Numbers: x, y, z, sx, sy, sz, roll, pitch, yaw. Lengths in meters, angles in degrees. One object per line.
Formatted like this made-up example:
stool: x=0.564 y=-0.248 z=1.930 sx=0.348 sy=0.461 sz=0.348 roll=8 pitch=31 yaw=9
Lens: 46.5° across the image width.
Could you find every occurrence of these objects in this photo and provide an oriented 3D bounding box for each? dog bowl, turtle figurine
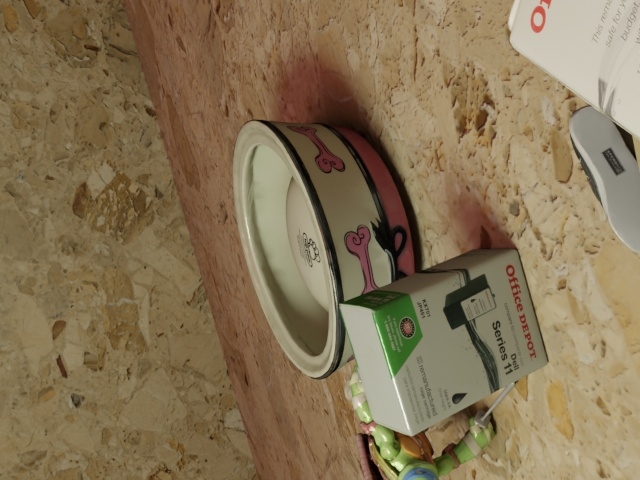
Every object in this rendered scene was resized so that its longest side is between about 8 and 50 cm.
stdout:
dog bowl: x=0.000 y=0.000 z=1.165 sx=0.408 sy=0.150 sz=0.408 roll=165 pitch=90 yaw=-69
turtle figurine: x=0.139 y=0.229 z=1.060 sx=0.266 sy=0.198 sz=0.274 roll=-139 pitch=43 yaw=-78

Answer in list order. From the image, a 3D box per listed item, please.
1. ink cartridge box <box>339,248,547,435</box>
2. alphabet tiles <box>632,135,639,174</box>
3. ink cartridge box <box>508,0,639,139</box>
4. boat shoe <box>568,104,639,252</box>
ink cartridge box: x=0.146 y=0.110 z=0.867 sx=0.087 sy=0.208 sz=0.153 roll=-3 pitch=106 yaw=64
alphabet tiles: x=0.319 y=-0.063 z=0.487 sx=0.285 sy=0.011 sz=0.342 roll=162 pitch=99 yaw=-68
ink cartridge box: x=0.257 y=-0.156 z=0.434 sx=0.283 sy=0.117 sz=0.207 roll=-123 pitch=32 yaw=-45
boat shoe: x=0.266 y=-0.056 z=0.670 sx=0.142 sy=0.049 sz=0.040 roll=66 pitch=-169 yaw=5
